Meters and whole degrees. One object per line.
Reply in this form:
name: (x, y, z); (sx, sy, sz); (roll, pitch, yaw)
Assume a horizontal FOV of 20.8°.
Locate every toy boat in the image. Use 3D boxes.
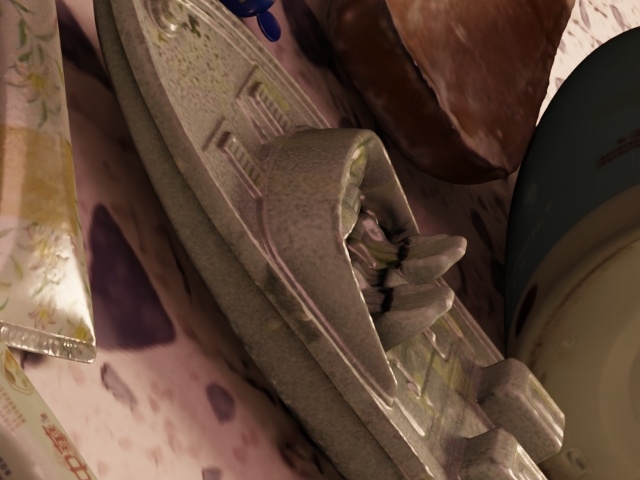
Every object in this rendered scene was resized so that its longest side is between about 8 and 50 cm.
toy boat: (0.000, 0.000, 0.783); (0.319, 0.092, 0.141); (53, 26, -17)

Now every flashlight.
flashlight: (-0.056, -0.149, 0.883); (0.121, 0.035, 0.057); (33, 40, -45)

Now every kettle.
kettle: (0.238, -0.041, 1.021); (0.247, 0.319, 0.342); (17, 33, -9)

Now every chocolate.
chocolate: (0.068, -0.137, 1.044); (0.157, 0.080, 0.254); (57, 34, -25)

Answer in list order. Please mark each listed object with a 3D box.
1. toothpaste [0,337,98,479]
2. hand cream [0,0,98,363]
toothpaste: (-0.136, 0.025, 0.585); (0.233, 0.038, 0.060); (57, 23, -5)
hand cream: (-0.119, -0.048, 0.676); (0.067, 0.042, 0.194); (23, 51, -54)
